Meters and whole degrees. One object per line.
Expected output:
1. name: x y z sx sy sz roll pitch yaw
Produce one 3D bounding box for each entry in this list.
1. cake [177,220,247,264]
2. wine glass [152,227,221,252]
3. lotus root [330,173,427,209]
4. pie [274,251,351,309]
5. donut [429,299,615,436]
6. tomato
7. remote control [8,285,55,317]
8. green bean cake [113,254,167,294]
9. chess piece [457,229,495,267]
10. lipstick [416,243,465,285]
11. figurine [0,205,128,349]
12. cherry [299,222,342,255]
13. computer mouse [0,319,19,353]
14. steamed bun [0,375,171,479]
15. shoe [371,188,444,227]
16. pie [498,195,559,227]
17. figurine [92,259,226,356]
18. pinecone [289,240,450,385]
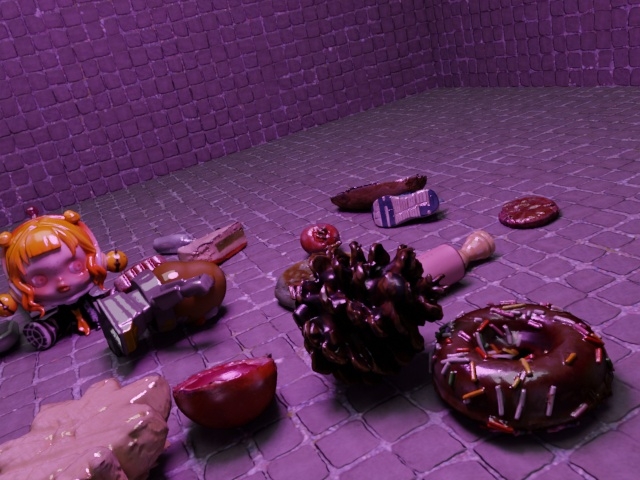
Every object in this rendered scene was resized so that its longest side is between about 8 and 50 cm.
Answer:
1. cake: -0.302 0.025 1.637 0.220 0.086 0.116 -23 22 -21
2. wine glass: -0.426 0.007 1.802 0.262 0.074 0.074 -5 22 26
3. lotus root: 0.173 -0.134 1.745 0.329 0.078 0.167 -12 -5 40
4. pie: 0.006 0.090 1.321 0.240 0.054 0.240 -15 21 6
5. donut: 0.291 0.178 0.842 0.269 0.103 0.270 -13 19 4
6. tomato: -0.149 0.256 0.929 0.173 0.099 0.189 -17 -4 -17
7. remote control: -0.853 0.161 1.695 0.103 0.056 0.277 -27 23 -31
8. green bean cake: -0.432 0.101 1.388 0.135 0.136 0.056 -36 72 -20
9. chess piece: 0.325 0.031 1.257 0.122 0.066 0.066 -30 25 -23
10. lipstick: 0.143 0.106 1.140 0.326 0.087 0.087 -23 22 -24
11. figurine: -0.648 0.077 1.396 0.320 0.323 0.196 -23 23 -24
12. cherry: 0.000 0.000 1.457 0.107 0.090 0.225 2 2 -2
13. computer mouse: -0.814 0.252 1.433 0.089 0.056 0.181 -23 16 -18
14. steamed bun: -0.338 0.324 0.836 0.295 0.137 0.292 -5 25 44
15. shoe: 0.245 -0.090 1.605 0.207 0.092 0.106 -11 -6 22
16. pie: 0.524 -0.072 1.422 0.154 0.036 0.154 -13 22 5
17. figurine: -0.345 0.136 1.271 0.285 0.167 0.342 -28 24 -31
18. pinecone: 0.081 0.107 0.944 0.257 0.243 0.243 -38 20 6
